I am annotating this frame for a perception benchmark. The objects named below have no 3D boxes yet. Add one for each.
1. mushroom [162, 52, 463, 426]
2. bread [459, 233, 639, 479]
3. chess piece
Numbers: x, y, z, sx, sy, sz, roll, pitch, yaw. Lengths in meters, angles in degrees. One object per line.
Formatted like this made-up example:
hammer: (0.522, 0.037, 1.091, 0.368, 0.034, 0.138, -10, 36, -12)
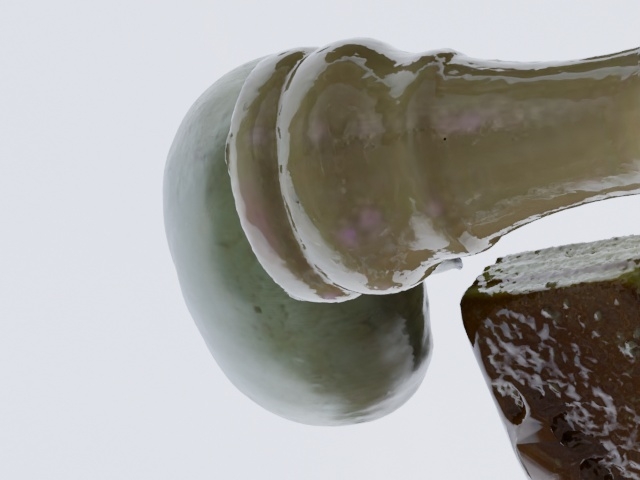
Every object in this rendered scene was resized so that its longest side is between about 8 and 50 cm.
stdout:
mushroom: (0.000, 0.000, 0.952, 0.260, 0.352, 0.352, -11, -95, 1)
bread: (0.238, 0.121, 0.901, 0.110, 0.184, 0.234, -44, -65, -45)
chess piece: (0.151, -0.051, 0.373, 0.397, 0.117, 0.117, -8, -97, 35)
